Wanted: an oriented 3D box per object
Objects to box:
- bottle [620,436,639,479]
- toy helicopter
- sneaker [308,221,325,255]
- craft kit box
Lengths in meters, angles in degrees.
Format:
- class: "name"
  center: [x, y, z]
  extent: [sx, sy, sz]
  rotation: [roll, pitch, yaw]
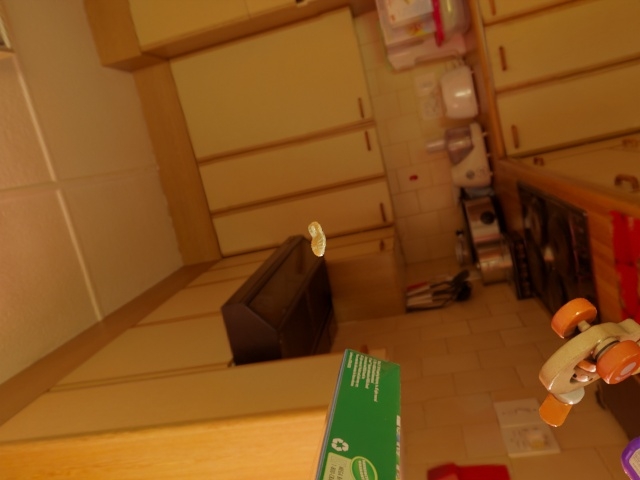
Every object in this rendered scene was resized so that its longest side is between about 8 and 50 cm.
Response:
- class: "bottle"
  center: [0.639, 0.466, 0.864]
  extent: [0.283, 0.118, 0.092]
  rotation: [-84, 14, -71]
- class: "toy helicopter"
  center: [0.560, 0.250, 1.004]
  extent: [0.140, 0.355, 0.235]
  rotation: [55, 128, 45]
- class: "sneaker"
  center: [0.000, 0.000, 1.039]
  extent: [0.037, 0.032, 0.083]
  rotation: [45, -153, -47]
- class: "craft kit box"
  center: [-0.003, 0.244, 0.353]
  extent: [0.250, 0.061, 0.247]
  rotation: [-60, -12, -71]
